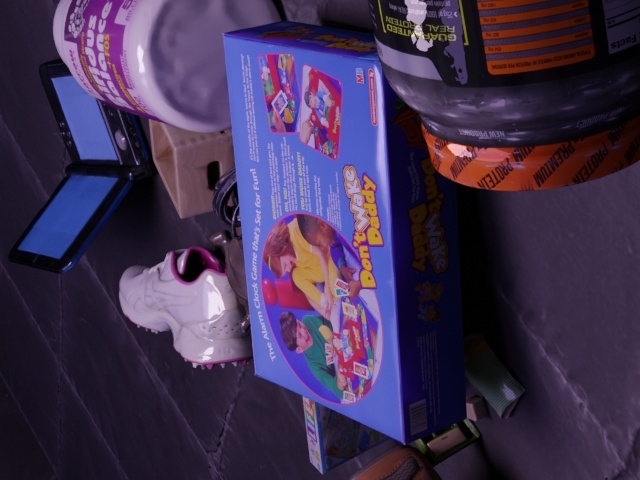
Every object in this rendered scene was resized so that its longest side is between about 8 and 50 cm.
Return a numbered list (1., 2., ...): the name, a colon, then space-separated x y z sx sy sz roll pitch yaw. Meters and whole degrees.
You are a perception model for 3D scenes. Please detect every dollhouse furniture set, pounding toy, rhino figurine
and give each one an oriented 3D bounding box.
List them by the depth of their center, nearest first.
1. dollhouse furniture set: 0.133 0.156 1.519 0.076 0.058 0.151 56 155 21
2. pounding toy: -0.129 -0.114 1.799 0.141 0.100 0.130 90 158 -45
3. rhino figurine: -0.076 0.028 1.828 0.106 0.073 0.243 57 157 28

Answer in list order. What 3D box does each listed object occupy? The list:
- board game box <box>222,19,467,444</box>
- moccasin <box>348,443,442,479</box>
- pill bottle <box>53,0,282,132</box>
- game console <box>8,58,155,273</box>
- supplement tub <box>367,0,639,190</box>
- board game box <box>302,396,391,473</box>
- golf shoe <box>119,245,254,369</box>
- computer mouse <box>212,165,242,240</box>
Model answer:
1. board game box: 0.021 -0.015 1.458 0.233 0.078 0.347 19 119 50
2. moccasin: 0.107 0.345 1.642 0.147 0.139 0.380 49 158 27
3. pill bottle: -0.175 -0.213 1.683 0.301 0.169 0.169 20 130 59
4. game console: -0.361 -0.108 2.179 0.293 0.173 0.250 6 118 63
5. supplement tub: 0.121 -0.216 1.001 0.207 0.207 0.338 30 138 54
6. board game box: 0.032 0.165 1.687 0.026 0.103 0.154 42 147 44
7. golf shoe: -0.171 0.061 2.047 0.306 0.115 0.140 25 119 54
8. computer mouse: 0.000 0.000 1.636 0.272 0.072 0.188 58 139 22
